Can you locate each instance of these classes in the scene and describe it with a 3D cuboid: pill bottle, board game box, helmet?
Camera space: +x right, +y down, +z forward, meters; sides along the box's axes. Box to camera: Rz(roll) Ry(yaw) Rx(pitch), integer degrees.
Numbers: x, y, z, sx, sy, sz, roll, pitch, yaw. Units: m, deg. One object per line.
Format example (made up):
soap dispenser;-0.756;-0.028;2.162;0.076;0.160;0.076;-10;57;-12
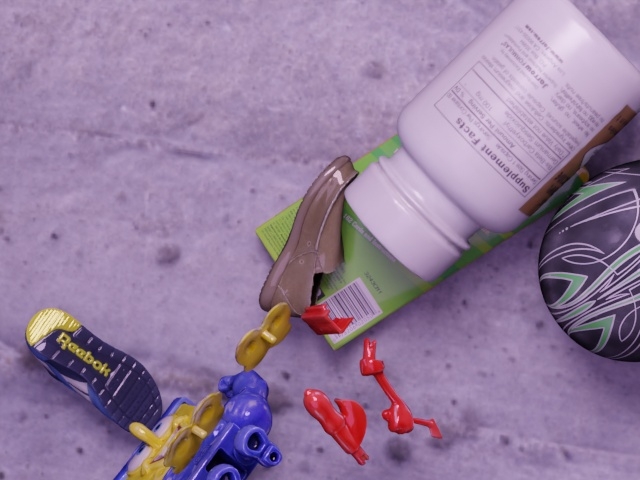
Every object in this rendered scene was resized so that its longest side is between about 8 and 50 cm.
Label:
pill bottle;0.134;-0.080;1.366;0.229;0.131;0.131;-44;87;10
board game box;0.085;-0.029;1.461;0.259;0.039;0.124;-34;89;13
helmet;0.253;0.015;1.371;0.169;0.161;0.169;1;95;10

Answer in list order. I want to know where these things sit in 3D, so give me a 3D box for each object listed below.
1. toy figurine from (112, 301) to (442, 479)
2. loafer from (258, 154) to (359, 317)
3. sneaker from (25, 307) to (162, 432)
toy figurine;-0.099;0.225;1.435;0.191;0.217;0.362;42;69;-18
loafer;0.000;0.000;1.438;0.050;0.056;0.148;28;108;7
sneaker;-0.196;0.112;1.517;0.144;0.059;0.053;44;69;-12
